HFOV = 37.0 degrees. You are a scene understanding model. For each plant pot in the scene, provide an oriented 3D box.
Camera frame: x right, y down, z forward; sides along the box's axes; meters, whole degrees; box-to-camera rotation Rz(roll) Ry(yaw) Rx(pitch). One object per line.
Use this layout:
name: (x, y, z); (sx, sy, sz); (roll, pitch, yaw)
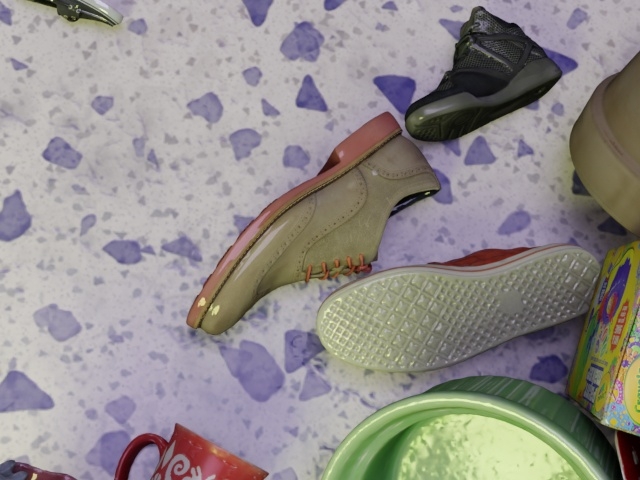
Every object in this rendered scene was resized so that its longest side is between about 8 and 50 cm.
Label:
plant pot: (0.477, -0.163, 1.045); (0.323, 0.280, 0.323); (9, 42, -8)

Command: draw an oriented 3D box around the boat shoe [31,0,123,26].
boat shoe: (-0.314, -0.295, 1.190); (0.142, 0.049, 0.040); (25, 91, 4)

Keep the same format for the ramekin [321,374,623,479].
ramekin: (0.160, 0.278, 0.935); (0.304, 0.148, 0.303); (3, 99, 23)

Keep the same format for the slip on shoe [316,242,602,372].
slip on shoe: (0.154, 0.071, 1.092); (0.331, 0.101, 0.123); (-13, 98, -12)

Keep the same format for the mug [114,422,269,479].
mug: (-0.152, 0.289, 1.003); (0.113, 0.150, 0.169); (37, 73, -32)

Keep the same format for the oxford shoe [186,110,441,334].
oxford shoe: (0.000, 0.000, 1.088); (0.348, 0.123, 0.130); (-43, 86, -15)

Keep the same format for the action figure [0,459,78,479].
action figure: (-0.292, 0.389, 0.850); (0.248, 0.276, 0.370); (32, 101, 13)

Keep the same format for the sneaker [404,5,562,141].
sneaker: (0.178, -0.207, 1.186); (0.228, 0.087, 0.130); (-27, 74, -21)

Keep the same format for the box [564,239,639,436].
box: (0.406, 0.123, 0.913); (0.279, 0.290, 0.177); (17, 89, 8)

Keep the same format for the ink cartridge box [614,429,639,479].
ink cartridge box: (0.387, 0.303, 0.917); (0.130, 0.309, 0.271); (-16, 76, 19)
